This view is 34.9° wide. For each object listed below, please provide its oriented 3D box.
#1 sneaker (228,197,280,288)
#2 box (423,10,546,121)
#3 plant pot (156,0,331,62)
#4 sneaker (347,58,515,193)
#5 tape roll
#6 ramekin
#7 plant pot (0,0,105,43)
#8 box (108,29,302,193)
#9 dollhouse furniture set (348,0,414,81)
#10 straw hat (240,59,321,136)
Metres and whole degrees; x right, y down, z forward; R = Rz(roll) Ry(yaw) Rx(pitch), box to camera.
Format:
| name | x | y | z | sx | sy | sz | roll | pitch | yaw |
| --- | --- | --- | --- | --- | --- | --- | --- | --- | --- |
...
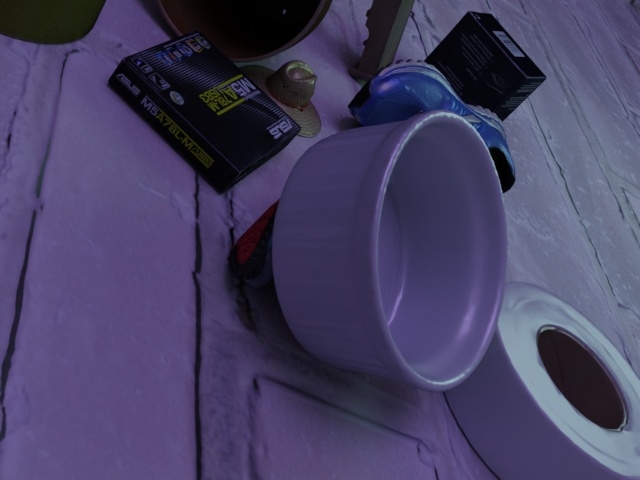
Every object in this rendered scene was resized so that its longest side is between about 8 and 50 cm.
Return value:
| name | x | y | z | sx | sy | sz | roll | pitch | yaw |
| --- | --- | --- | --- | --- | --- | --- | --- | --- | --- |
| sneaker | 0.000 | 0.000 | 1.108 | 0.125 | 0.104 | 0.262 | 47 | 30 | 0 |
| box | 0.268 | -0.279 | 1.733 | 0.156 | 0.158 | 0.093 | 53 | 32 | 15 |
| plant pot | -0.075 | -0.359 | 1.386 | 0.237 | 0.237 | 0.254 | 46 | 15 | 3 |
| sneaker | 0.183 | -0.155 | 1.503 | 0.330 | 0.130 | 0.147 | 18 | 36 | -38 |
| tape roll | 0.279 | 0.189 | 1.212 | 0.286 | 0.100 | 0.286 | 31 | 32 | -22 |
| ramekin | 0.072 | 0.010 | 1.035 | 0.277 | 0.135 | 0.277 | 0 | 90 | -55 |
| plant pot | -0.288 | -0.412 | 1.083 | 0.275 | 0.293 | 0.275 | 31 | 32 | -22 |
| box | -0.131 | -0.159 | 1.207 | 0.184 | 0.045 | 0.191 | 43 | 30 | 2 |
| dollhouse furniture set | 0.015 | -0.380 | 1.621 | 0.242 | 0.161 | 0.212 | 25 | 27 | 11 |
| straw hat | -0.037 | -0.209 | 1.369 | 0.144 | 0.061 | 0.144 | 30 | 32 | -21 |
